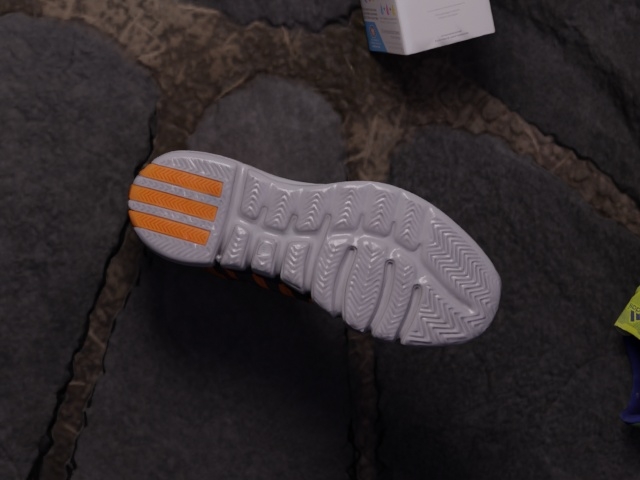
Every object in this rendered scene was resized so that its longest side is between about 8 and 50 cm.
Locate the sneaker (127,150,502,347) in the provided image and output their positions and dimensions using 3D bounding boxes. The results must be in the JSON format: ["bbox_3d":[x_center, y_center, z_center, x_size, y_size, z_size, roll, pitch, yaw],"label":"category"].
[{"bbox_3d":[0.000,0.000,1.579,0.321,0.180,0.125,21,90,4],"label":"sneaker"}]

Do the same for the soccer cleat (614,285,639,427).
[{"bbox_3d":[0.345,0.050,1.784,0.121,0.093,0.289,0,98,-14],"label":"soccer cleat"}]

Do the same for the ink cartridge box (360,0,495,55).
[{"bbox_3d":[0.084,-0.244,1.632,0.090,0.092,0.143,-17,103,-17],"label":"ink cartridge box"}]
